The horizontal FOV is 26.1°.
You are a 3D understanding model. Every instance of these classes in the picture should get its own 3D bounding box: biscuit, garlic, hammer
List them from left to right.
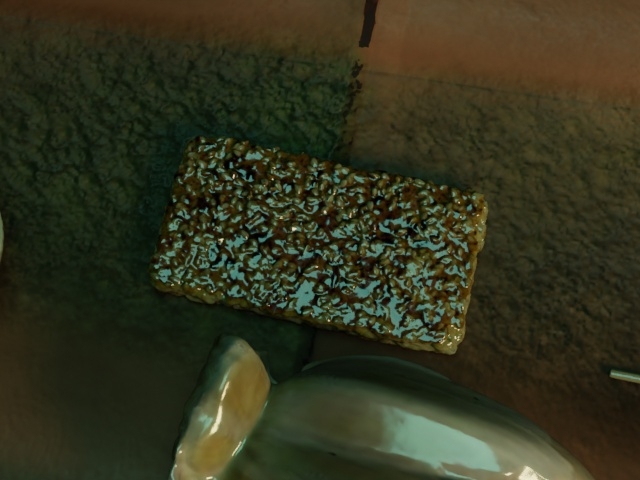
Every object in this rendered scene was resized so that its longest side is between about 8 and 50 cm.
[{"bbox_3d":[0.000,0.000,0.985,0.231,0.025,0.131,11,69,5],"label":"biscuit"},{"bbox_3d":[0.032,0.207,0.849,0.325,0.132,0.279,29,76,16],"label":"garlic"},{"bbox_3d":[0.254,0.102,0.950,0.110,0.019,0.035,10,68,10],"label":"hammer"}]

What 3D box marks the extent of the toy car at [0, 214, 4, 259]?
[{"bbox_3d":[-0.320,0.019,0.931,0.235,0.145,0.235,7,62,-14],"label":"toy car"}]
